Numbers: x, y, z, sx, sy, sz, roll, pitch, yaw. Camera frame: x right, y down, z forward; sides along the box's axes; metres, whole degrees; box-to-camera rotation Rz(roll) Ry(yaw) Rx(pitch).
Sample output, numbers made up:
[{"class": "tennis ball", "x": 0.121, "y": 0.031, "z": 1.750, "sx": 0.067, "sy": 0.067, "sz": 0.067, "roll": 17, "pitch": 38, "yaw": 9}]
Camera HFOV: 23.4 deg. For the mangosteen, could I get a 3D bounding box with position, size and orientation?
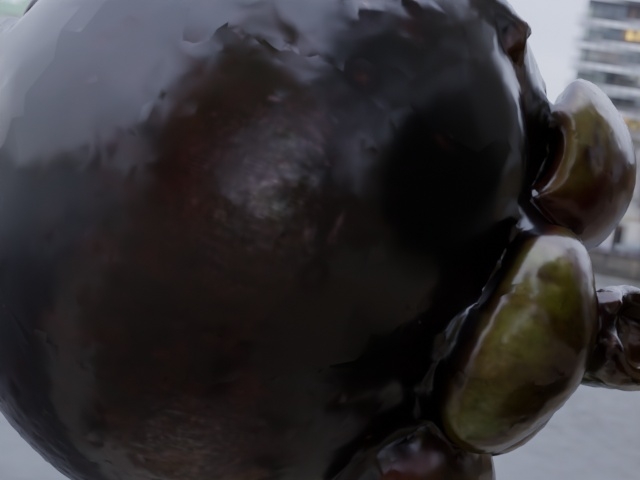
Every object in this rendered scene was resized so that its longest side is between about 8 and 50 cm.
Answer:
[{"class": "mangosteen", "x": 0.000, "y": 0.000, "z": 0.719, "sx": 0.347, "sy": 0.307, "sz": 0.307, "roll": 29, "pitch": 4, "yaw": 8}]
